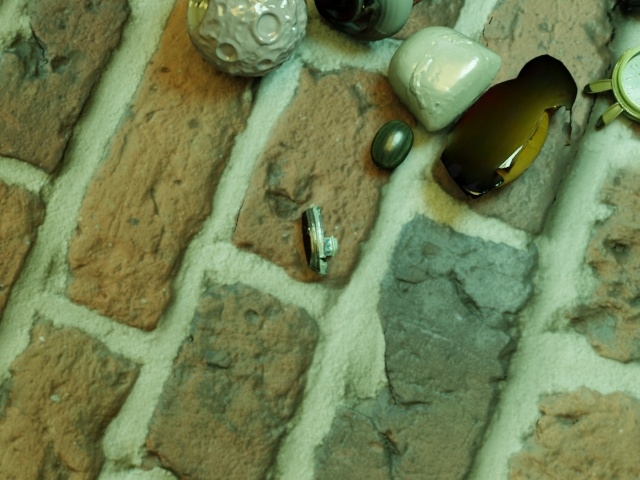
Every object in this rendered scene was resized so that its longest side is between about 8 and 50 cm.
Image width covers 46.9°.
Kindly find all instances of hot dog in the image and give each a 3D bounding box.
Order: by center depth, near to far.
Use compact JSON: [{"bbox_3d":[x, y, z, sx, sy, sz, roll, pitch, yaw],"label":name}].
[{"bbox_3d":[0.376,-0.201,1.453,0.326,0.107,0.194,-33,67,-7],"label":"hot dog"}]

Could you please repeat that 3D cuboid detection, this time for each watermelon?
[{"bbox_3d":[0.144,-0.192,1.496,0.078,0.078,0.111,27,84,11],"label":"watermelon"}]

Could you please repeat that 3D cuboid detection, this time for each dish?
[{"bbox_3d":[0.041,-0.506,1.453,0.134,0.273,0.273,-34,76,-25],"label":"dish"}]

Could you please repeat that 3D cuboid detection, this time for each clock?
[{"bbox_3d":[0.651,-0.307,1.464,0.232,0.069,0.170,-17,79,4],"label":"clock"}]

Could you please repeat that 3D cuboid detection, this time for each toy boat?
[{"bbox_3d":[0.000,0.000,1.489,0.066,0.059,0.140,-2,76,-21],"label":"toy boat"}]

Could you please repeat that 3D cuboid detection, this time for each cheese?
[{"bbox_3d":[0.235,-0.333,1.471,0.198,0.154,0.189,-45,81,1],"label":"cheese"}]

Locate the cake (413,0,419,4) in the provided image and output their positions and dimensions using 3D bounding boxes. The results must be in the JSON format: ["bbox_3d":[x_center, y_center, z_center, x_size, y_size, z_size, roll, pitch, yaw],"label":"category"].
[{"bbox_3d":[0.196,-0.601,1.515,0.283,0.177,0.151,-34,77,1],"label":"cake"}]

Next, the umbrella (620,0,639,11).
[{"bbox_3d":[0.739,-0.518,1.479,0.272,0.110,0.122,-10,78,0],"label":"umbrella"}]

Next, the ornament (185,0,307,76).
[{"bbox_3d":[-0.141,-0.458,1.490,0.225,0.259,0.259,10,78,-31],"label":"ornament"}]
